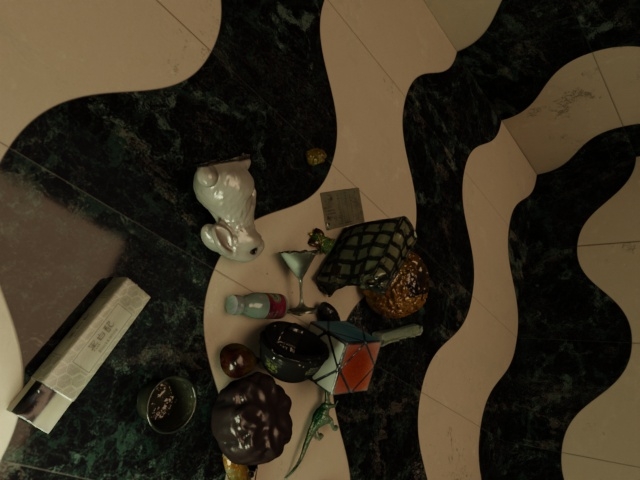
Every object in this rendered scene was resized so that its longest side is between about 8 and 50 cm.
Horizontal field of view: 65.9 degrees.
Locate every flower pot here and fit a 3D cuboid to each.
[{"bbox_3d":[-0.446,0.457,1.397,0.157,0.106,0.158,8,79,-49],"label":"flower pot"}]

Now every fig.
[{"bbox_3d":[-0.254,0.389,1.612,0.154,0.103,0.110,4,103,-46],"label":"fig"}]

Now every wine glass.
[{"bbox_3d":[-0.074,0.151,1.807,0.156,0.156,0.233,-3,91,-47],"label":"wine glass"}]

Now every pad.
[{"bbox_3d":[0.100,-0.140,2.120,0.264,0.009,0.160,-14,94,-47],"label":"pad"}]

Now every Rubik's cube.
[{"bbox_3d":[0.068,0.428,1.830,0.205,0.204,0.208,7,100,-44],"label":"Rubik's cube"}]

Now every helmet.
[{"bbox_3d":[-0.108,0.395,1.673,0.278,0.230,0.161,-8,125,-60],"label":"helmet"}]

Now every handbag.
[{"bbox_3d":[0.178,0.068,1.945,0.163,0.325,0.327,55,50,-24],"label":"handbag"}]

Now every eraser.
[{"bbox_3d":[-0.604,0.275,1.261,0.098,0.096,0.404,51,51,-30],"label":"eraser"}]

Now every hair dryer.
[{"bbox_3d":[0.004,0.370,1.929,0.219,0.075,0.196,-49,129,-27],"label":"hair dryer"}]

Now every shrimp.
[{"bbox_3d":[-0.247,0.744,1.608,0.152,0.062,0.288,-8,89,-58],"label":"shrimp"}]

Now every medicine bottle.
[{"bbox_3d":[-0.214,0.222,1.681,0.216,0.090,0.091,10,78,-45],"label":"medicine bottle"}]

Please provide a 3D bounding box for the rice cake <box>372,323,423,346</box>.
[{"bbox_3d":[0.362,0.429,2.281,0.336,0.066,0.063,-2,95,-46],"label":"rice cake"}]

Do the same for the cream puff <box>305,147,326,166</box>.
[{"bbox_3d":[-0.019,-0.336,1.990,0.058,0.083,0.083,102,4,-52],"label":"cream puff"}]

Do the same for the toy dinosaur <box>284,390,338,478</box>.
[{"bbox_3d":[-0.001,0.724,1.857,0.129,0.076,0.383,41,54,-28],"label":"toy dinosaur"}]

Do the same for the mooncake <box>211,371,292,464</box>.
[{"bbox_3d":[-0.202,0.564,1.573,0.283,0.141,0.283,29,50,-40],"label":"mooncake"}]

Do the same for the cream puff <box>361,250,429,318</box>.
[{"bbox_3d":[0.340,0.180,2.173,0.343,0.231,0.327,42,60,-35],"label":"cream puff"}]

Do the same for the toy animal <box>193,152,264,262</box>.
[{"bbox_3d":[-0.294,-0.091,1.587,0.257,0.193,0.358,-28,113,-55],"label":"toy animal"}]

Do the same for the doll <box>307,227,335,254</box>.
[{"bbox_3d":[0.008,0.001,1.956,0.113,0.076,0.078,42,65,-34],"label":"doll"}]
